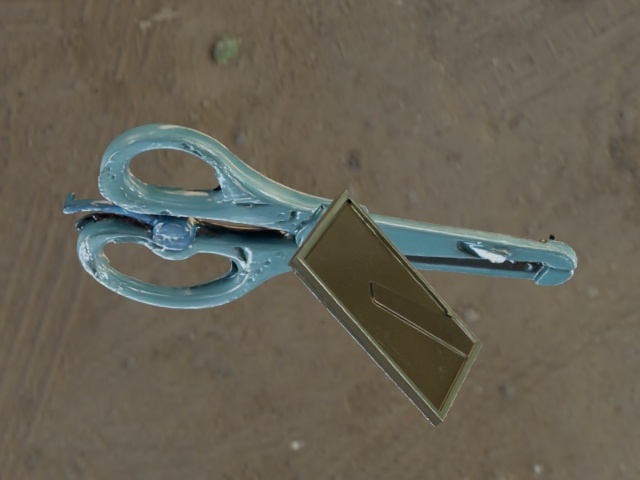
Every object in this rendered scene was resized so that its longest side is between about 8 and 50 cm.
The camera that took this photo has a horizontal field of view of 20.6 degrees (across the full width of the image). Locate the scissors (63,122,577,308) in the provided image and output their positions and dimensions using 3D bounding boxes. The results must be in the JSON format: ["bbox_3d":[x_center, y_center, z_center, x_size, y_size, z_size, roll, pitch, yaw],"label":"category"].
[{"bbox_3d":[0.000,0.000,1.338,0.393,0.032,0.180,7,136,-1],"label":"scissors"}]

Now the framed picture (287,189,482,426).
[{"bbox_3d":[0.028,0.026,0.714,0.007,0.066,0.089,-37,100,31],"label":"framed picture"}]
